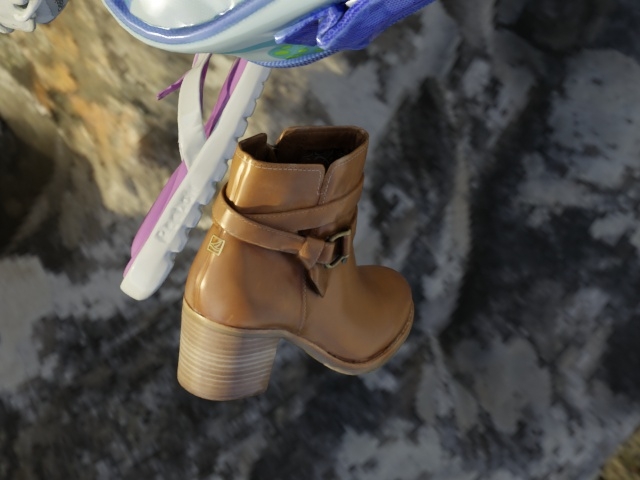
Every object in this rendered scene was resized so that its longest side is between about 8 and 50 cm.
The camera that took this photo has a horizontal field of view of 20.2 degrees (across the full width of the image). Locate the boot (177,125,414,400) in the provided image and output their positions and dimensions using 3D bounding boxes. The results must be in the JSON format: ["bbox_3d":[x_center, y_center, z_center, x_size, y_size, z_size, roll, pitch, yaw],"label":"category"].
[{"bbox_3d":[0.000,0.000,1.491,0.283,0.109,0.220,-11,124,-43],"label":"boot"}]

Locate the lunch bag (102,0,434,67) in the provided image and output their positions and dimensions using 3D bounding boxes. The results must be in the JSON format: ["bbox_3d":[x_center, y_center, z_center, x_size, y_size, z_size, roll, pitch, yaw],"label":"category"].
[{"bbox_3d":[0.020,-0.153,0.482,0.219,0.090,0.176,-28,77,27],"label":"lunch bag"}]

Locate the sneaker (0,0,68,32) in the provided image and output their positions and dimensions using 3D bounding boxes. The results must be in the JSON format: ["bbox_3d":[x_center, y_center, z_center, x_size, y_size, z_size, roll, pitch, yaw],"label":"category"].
[{"bbox_3d":[-0.180,-0.187,1.022,0.111,0.297,0.129,-42,102,-8],"label":"sneaker"}]

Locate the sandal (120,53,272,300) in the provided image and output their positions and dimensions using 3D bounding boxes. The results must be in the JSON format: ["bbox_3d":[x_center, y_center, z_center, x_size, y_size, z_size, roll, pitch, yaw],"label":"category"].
[{"bbox_3d":[-0.137,-0.135,1.993,0.102,0.169,0.416,26,76,-8],"label":"sandal"}]
